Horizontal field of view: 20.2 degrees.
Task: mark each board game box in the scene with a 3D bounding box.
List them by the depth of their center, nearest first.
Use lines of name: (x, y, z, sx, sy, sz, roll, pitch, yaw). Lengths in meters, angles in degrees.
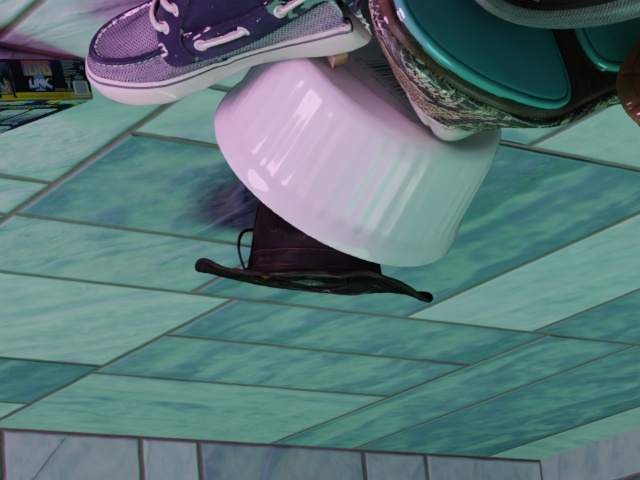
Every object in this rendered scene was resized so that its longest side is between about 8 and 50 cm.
board game box: (-0.343, -0.147, 1.861, 0.141, 0.048, 0.170, -15, 177, 29)

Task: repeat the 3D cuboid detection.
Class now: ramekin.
ramekin: (0.045, -0.114, 1.789, 0.277, 0.277, 0.135, 8, 127, -35)

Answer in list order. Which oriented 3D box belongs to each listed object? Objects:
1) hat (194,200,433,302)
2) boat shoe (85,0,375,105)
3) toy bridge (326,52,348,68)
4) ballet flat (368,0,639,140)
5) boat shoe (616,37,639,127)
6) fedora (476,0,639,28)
hat: (0.000, 0.000, 2.339, 0.331, 0.134, 0.331, 8, 175, 1)
boat shoe: (-0.110, -0.234, 1.671, 0.341, 0.127, 0.158, -13, 141, 29)
toy bridge: (0.078, -0.223, 1.702, 0.188, 0.063, 0.026, -22, 162, -11)
ballet flat: (0.196, -0.166, 1.690, 0.483, 0.164, 0.182, -8, 161, -41)
boat shoe: (0.417, -0.215, 1.642, 0.342, 0.123, 0.123, -47, 151, 1)
fedora: (0.230, -0.293, 1.495, 0.275, 0.124, 0.243, -15, 147, 3)
